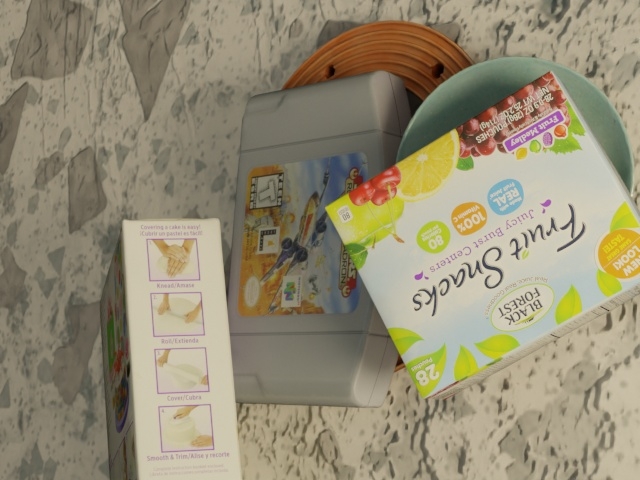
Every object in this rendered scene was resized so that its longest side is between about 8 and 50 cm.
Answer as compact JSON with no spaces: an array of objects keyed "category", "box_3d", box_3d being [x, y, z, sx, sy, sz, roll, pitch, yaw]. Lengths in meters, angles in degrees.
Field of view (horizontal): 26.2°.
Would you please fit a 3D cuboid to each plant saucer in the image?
[{"category":"plant saucer","box_3d":[0.157,-0.050,1.108,0.195,0.037,0.195,-2,83,20]}]

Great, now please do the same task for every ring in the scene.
[{"category":"ring","box_3d":[0.042,-0.036,1.261,0.336,0.032,0.336,-12,72,43]}]

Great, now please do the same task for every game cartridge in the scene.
[{"category":"game cartridge","box_3d":[0.000,0.000,1.236,0.198,0.062,0.297,-7,76,49]}]

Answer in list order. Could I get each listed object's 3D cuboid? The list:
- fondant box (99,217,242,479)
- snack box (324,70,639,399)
[{"category":"fondant box","box_3d":[-0.143,0.173,1.279,0.238,0.096,0.330,123,142,-65]},{"category":"snack box","box_3d":[0.135,0.000,1.053,0.207,0.070,0.174,-30,75,16]}]
